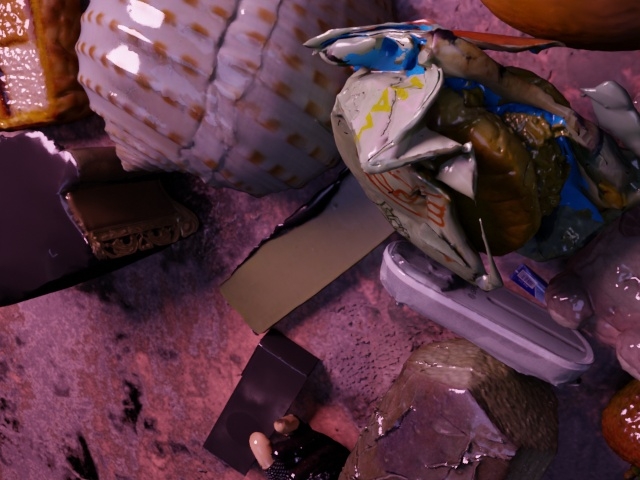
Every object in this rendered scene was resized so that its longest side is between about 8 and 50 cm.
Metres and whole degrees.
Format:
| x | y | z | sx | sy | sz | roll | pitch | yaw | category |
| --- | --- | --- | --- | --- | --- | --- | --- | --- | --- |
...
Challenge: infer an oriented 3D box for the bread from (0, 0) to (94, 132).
| x | y | z | sx | sy | sz | roll | pitch | yaw | category |
| --- | --- | --- | --- | --- | --- | --- | --- | --- | --- |
| -0.382 | -0.247 | 0.748 | 0.181 | 0.096 | 0.222 | 2 | 109 | 17 | bread |

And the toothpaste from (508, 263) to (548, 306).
| x | y | z | sx | sy | sz | roll | pitch | yaw | category |
| --- | --- | --- | --- | --- | --- | --- | --- | --- | --- |
| 0.252 | 0.060 | 0.675 | 0.083 | 0.015 | 0.024 | 39 | 119 | 9 | toothpaste |

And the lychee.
| x | y | z | sx | sy | sz | roll | pitch | yaw | category |
| --- | --- | --- | --- | --- | --- | --- | --- | --- | --- |
| 0.358 | 0.198 | 0.630 | 0.114 | 0.114 | 0.146 | 23 | 101 | 11 | lychee |

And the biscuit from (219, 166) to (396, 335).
| x | y | z | sx | sy | sz | roll | pitch | yaw | category |
| --- | --- | --- | --- | --- | --- | --- | --- | --- | --- |
| 0.000 | 0.000 | 0.730 | 0.099 | 0.038 | 0.322 | 47 | 117 | -5 | biscuit |

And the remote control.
| x | y | z | sx | sy | sz | roll | pitch | yaw | category |
| --- | --- | --- | --- | --- | --- | --- | --- | --- | --- |
| 0.176 | 0.076 | 0.656 | 0.247 | 0.104 | 0.052 | 29 | 116 | 9 | remote control |

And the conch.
| x | y | z | sx | sy | sz | roll | pitch | yaw | category |
| --- | --- | --- | --- | --- | --- | --- | --- | --- | --- |
| -0.083 | -0.178 | 0.604 | 0.303 | 0.215 | 0.319 | 38 | 119 | -8 | conch |

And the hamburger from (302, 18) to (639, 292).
| x | y | z | sx | sy | sz | roll | pitch | yaw | category |
| --- | --- | --- | --- | --- | --- | --- | --- | --- | --- |
| 0.109 | -0.052 | 0.502 | 0.276 | 0.150 | 0.260 | 29 | 159 | 17 | hamburger |

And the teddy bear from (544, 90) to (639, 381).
| x | y | z | sx | sy | sz | roll | pitch | yaw | category |
| --- | --- | --- | --- | --- | --- | --- | --- | --- | --- |
| 0.325 | -0.008 | 0.542 | 0.236 | 0.151 | 0.267 | 41 | 129 | 40 | teddy bear |

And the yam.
| x | y | z | sx | sy | sz | roll | pitch | yaw | category |
| --- | --- | --- | --- | --- | --- | --- | --- | --- | --- |
| 0.139 | 0.248 | 0.677 | 0.201 | 0.202 | 0.271 | 33 | 114 | 7 | yam |

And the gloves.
| x | y | z | sx | sy | sz | roll | pitch | yaw | category |
| --- | --- | --- | --- | --- | --- | --- | --- | --- | --- |
| -0.015 | 0.285 | 0.793 | 0.129 | 0.106 | 0.180 | 26 | 140 | 46 | gloves |

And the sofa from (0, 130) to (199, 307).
| x | y | z | sx | sy | sz | roll | pitch | yaw | category |
| --- | --- | --- | --- | --- | --- | --- | --- | --- | --- |
| -0.316 | -0.043 | 0.754 | 0.258 | 0.200 | 0.182 | -21 | 90 | 26 | sofa |

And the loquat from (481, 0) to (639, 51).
| x | y | z | sx | sy | sz | roll | pitch | yaw | category |
| --- | --- | --- | --- | --- | --- | --- | --- | --- | --- |
| 0.238 | -0.284 | 0.366 | 0.359 | 0.328 | 0.328 | 19 | 118 | 45 | loquat |

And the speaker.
| x | y | z | sx | sy | sz | roll | pitch | yaw | category |
| --- | --- | --- | --- | --- | --- | --- | --- | --- | --- |
| -0.088 | 0.230 | 0.842 | 0.082 | 0.044 | 0.218 | 33 | 117 | 6 | speaker |
